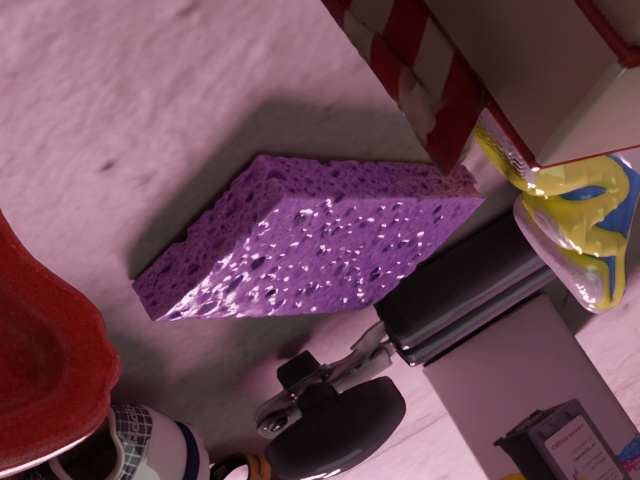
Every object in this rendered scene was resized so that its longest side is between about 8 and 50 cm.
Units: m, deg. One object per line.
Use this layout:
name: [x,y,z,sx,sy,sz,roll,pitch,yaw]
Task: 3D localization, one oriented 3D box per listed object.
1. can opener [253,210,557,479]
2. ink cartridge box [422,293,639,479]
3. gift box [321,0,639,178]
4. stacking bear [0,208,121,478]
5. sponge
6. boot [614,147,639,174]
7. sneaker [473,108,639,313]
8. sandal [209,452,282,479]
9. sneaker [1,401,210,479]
can opener: [0.075,0.069,1.125,0.280,0.093,0.074,-36,158,-4]
ink cartridge box: [0.230,0.222,1.358,0.131,0.306,0.226,-33,158,3]
gift box: [0.125,-0.160,0.458,0.255,0.276,0.258,-8,150,-36]
stacking bear: [-0.223,0.074,0.644,0.164,0.175,0.289,-19,162,-35]
sponge: [0.000,0.000,0.943,0.117,0.031,0.210,-45,156,28]
boot: [0.185,-0.104,0.820,0.258,0.095,0.123,24,119,-42]
sneaker: [0.181,-0.042,0.994,0.126,0.091,0.240,-37,149,0]
sandal: [-0.068,0.189,1.224,0.072,0.049,0.180,-16,179,37]
sneaker: [-0.184,0.183,1.036,0.235,0.090,0.095,-42,145,12]
